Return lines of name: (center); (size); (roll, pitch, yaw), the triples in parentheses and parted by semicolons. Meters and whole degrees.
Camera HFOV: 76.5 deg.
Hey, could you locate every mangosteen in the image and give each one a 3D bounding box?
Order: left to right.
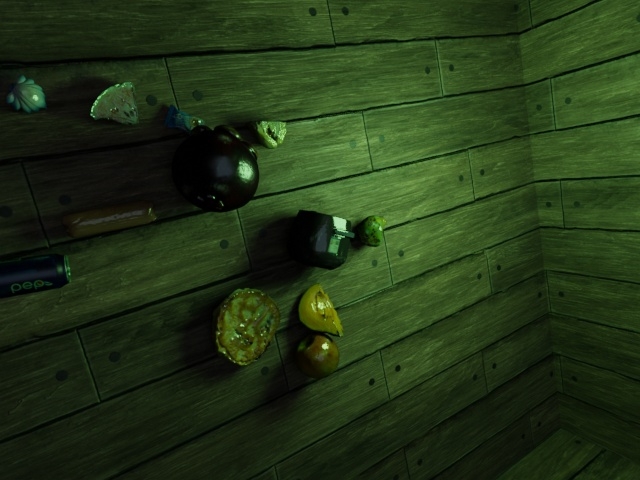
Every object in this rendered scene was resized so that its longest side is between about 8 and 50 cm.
mangosteen: (-0.364, -0.269, 1.460); (0.306, 0.306, 0.347); (26, 54, -27)

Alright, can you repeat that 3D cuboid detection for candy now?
candy: (-0.501, -0.433, 1.502); (0.136, 0.038, 0.088); (22, 70, -35)

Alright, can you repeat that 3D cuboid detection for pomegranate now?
pomegranate: (0.235, -0.054, 1.879); (0.169, 0.122, 0.143); (-70, 157, -45)

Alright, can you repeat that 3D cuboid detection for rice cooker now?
rice cooker: (0.000, 0.000, 1.683); (0.267, 0.267, 0.225); (12, 89, -28)

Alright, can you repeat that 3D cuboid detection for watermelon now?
watermelon: (-0.687, -0.445, 1.386); (0.187, 0.071, 0.139); (-51, 121, -24)

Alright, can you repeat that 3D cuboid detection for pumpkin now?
pumpkin: (-0.006, 0.335, 1.786); (0.149, 0.130, 0.254); (-26, 69, 2)

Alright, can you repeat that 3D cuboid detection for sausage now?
sausage: (-0.713, -0.076, 1.386); (0.288, 0.086, 0.086); (-16, 101, -27)

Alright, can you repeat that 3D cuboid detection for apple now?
apple: (-0.011, 0.496, 1.742); (0.195, 0.196, 0.196); (-2, 95, -28)

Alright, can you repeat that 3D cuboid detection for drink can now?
drink can: (-0.909, 0.108, 1.279); (0.204, 0.118, 0.118); (-9, 98, -26)

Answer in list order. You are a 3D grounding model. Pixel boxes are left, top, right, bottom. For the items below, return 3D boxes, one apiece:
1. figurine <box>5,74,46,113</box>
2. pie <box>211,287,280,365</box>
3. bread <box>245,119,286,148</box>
figurine: (-0.908, -0.447, 1.269); (0.114, 0.079, 0.115); (-29, 123, -60)
pie: (-0.300, 0.341, 1.641); (0.314, 0.092, 0.316); (-4, 97, -33)
bread: (-0.215, -0.423, 1.624); (0.156, 0.103, 0.111); (-5, 108, -22)
